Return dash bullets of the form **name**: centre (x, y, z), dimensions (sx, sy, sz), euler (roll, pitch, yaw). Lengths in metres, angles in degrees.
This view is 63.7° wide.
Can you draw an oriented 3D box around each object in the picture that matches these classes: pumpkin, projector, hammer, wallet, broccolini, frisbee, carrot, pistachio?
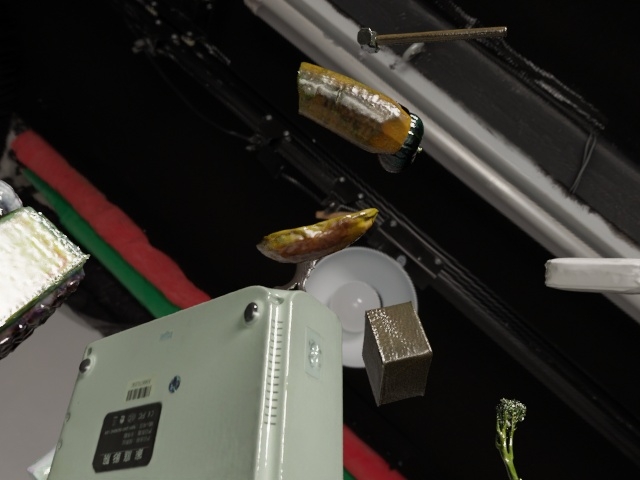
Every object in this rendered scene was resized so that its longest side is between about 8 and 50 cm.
- **pumpkin**: centre (0.260, -0.315, 1.664), dimensions (0.140, 0.202, 0.202), euler (24, -47, 2)
- **projector**: centre (-0.105, 0.164, 0.401), dimensions (0.250, 0.198, 0.108), euler (-19, -39, 27)
- **hammer**: centre (0.278, -0.518, 1.305), dimensions (0.365, 0.111, 0.044), euler (3, -82, 19)
- **wallet**: centre (0.290, 0.034, 0.473), dimensions (0.095, 0.189, 0.033), euler (1, -93, 51)
- **broccolini**: centre (0.285, 0.317, 0.750), dimensions (0.054, 0.194, 0.052), euler (25, -52, -15)
- **frisbee**: centre (-0.043, 0.111, 1.114), dimensions (0.187, 0.211, 0.012), euler (37, -26, 31)
- **carrot**: centre (0.040, -0.179, 0.711), dimensions (0.173, 0.082, 0.082), euler (22, -47, 1)
- **pistachio**: centre (0.000, 0.000, 0.706), dimensions (0.172, 0.089, 0.049), euler (-14, -92, 6)

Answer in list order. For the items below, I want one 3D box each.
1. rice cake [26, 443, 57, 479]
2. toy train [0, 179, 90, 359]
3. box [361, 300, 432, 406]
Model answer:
- **rice cake**: centre (-0.309, 0.280, 0.750), dimensions (0.085, 0.226, 0.040), euler (15, -60, 22)
- **toy train**: centre (-0.321, 0.043, 0.393), dimensions (0.177, 0.261, 0.134), euler (47, -53, -11)
- **box**: centre (0.209, 0.324, 1.451), dimensions (0.273, 0.143, 0.184), euler (86, -9, -49)
